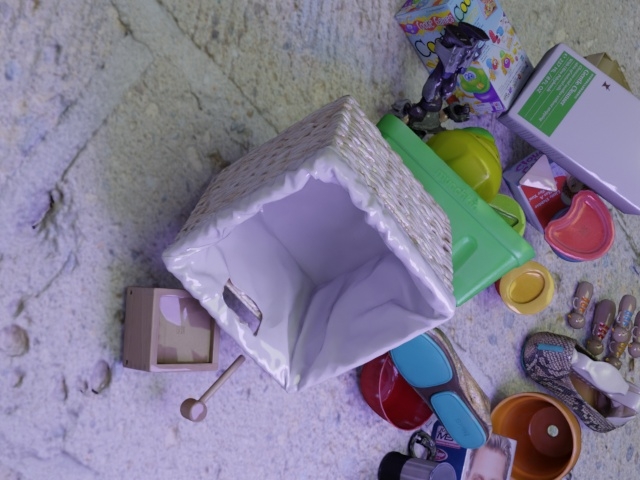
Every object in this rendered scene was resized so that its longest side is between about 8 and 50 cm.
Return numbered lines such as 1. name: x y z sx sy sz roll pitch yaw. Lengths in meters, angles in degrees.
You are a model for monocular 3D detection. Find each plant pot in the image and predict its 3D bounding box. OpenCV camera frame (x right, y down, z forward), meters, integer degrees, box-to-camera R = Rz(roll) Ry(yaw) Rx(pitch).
1. plant pot: 0.504 0.444 2.022 0.188 0.205 0.205 10 83 -58

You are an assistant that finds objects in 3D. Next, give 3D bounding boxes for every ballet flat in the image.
1. ballet flat: 0.229 0.250 1.690 0.123 0.123 0.348 -51 121 -30
2. ballet flat: 0.680 0.363 2.178 0.483 0.182 0.164 36 65 -37

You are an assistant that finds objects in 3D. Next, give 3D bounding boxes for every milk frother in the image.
1. milk frother: 0.214 0.452 1.779 0.129 0.135 0.143 34 67 -38

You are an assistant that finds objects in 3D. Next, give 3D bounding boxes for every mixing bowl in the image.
1. mixing bowl: 0.144 0.276 1.741 0.181 0.098 0.181 1 88 -42

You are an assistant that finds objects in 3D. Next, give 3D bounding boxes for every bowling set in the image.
1. bowling set: 0.774 0.228 2.264 0.287 0.200 0.154 34 68 -33

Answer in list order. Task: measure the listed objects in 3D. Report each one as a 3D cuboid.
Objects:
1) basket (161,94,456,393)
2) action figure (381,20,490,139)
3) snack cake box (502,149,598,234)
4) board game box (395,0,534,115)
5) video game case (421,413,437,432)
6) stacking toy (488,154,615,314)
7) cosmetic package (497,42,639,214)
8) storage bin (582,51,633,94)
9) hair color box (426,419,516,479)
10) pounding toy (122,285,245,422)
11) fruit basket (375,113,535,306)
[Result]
1. basket: 0.000 0.000 1.388 0.328 0.331 0.266 49 29 -22
2. action figure: 0.229 -0.289 1.759 0.185 0.099 0.285 -13 139 -40
3. snack cake box: 0.574 -0.157 2.061 0.264 0.089 0.152 -34 119 0
4. board game box: 0.306 -0.414 1.867 0.275 0.142 0.144 53 58 -29
5. video game case: 0.221 0.329 1.871 0.087 0.011 0.122 -40 115 -35
6. stacking toy: 0.478 -0.015 2.009 0.309 0.130 0.279 -38 89 -1
7. cosmetic package: 0.590 -0.234 1.910 0.365 0.155 0.197 35 94 0
8. storage bin: 0.677 -0.288 2.224 0.260 0.123 0.262 51 58 -29
9. hair color box: 0.296 0.570 1.874 0.174 0.105 0.347 25 72 -40
10. pounding toy: -0.216 0.180 1.411 0.181 0.094 0.206 6 86 -42
11. fruit basket: 0.238 -0.094 1.671 0.392 0.283 0.392 2 81 -10
